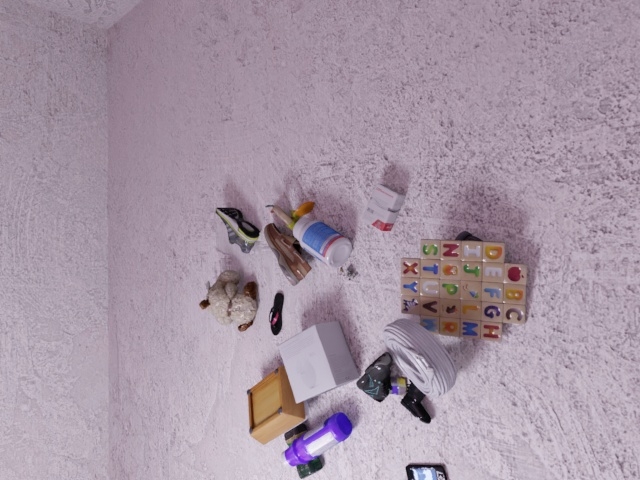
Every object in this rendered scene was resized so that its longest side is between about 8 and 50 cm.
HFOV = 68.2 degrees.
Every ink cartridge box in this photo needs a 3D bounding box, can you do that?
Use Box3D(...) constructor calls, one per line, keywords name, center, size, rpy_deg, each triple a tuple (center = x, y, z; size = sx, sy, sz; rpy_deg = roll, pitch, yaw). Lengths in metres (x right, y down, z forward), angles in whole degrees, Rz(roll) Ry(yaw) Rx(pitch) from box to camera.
Box3D(name="ink cartridge box", center=(0.213, -0.112, 1.594), size=(0.099, 0.056, 0.135), rpy_deg=(36, 113, 37))

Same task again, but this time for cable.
Box3D(name="cable", center=(0.288, 0.343, 1.401), size=(0.257, 0.089, 0.257), rpy_deg=(38, 159, 49))

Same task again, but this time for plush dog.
Box3D(name="plush dog", center=(-0.383, 0.279, 2.072), size=(0.225, 0.210, 0.262), rpy_deg=(11, 99, 16))

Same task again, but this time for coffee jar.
Box3D(name="coffee jar", center=(-0.069, 0.805, 1.815), size=(0.096, 0.079, 0.184), rpy_deg=(-42, 62, 33))

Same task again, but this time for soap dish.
Box3D(name="soap dish", center=(-0.177, 0.637, 1.855), size=(0.291, 0.118, 0.229), rpy_deg=(-44, 41, 35))

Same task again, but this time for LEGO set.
Box3D(name="LEGO set", center=(0.097, 0.119, 1.719), size=(0.083, 0.023, 0.054), rpy_deg=(-15, 79, 42))

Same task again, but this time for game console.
Box3D(name="game console", center=(0.314, 0.767, 1.455), size=(0.144, 0.085, 0.124), rpy_deg=(-22, 74, 40))

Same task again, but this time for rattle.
Box3D(name="rattle", center=(-0.130, -0.138, 1.910), size=(0.142, 0.130, 0.199), rpy_deg=(-61, 25, 10))

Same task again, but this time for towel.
Box3D(name="towel", center=(0.253, 0.485, 1.572), size=(0.083, 0.009, 0.060), rpy_deg=(-7, 85, 43))

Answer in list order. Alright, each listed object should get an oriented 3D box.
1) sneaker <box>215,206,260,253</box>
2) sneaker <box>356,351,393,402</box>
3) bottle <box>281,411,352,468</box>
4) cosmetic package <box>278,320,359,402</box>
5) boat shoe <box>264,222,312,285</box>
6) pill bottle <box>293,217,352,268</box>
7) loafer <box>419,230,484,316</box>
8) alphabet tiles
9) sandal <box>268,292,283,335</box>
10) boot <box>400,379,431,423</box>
Box3D(name="sneaker", center=(-0.390, -0.053, 2.125), size=(0.300, 0.111, 0.121), rpy_deg=(43, 121, 37))
Box3D(name="sneaker", center=(0.198, 0.446, 1.531), size=(0.106, 0.101, 0.267), rpy_deg=(47, 153, 21))
Box3D(name="bottle", center=(-0.019, 0.727, 1.703), size=(0.283, 0.118, 0.092), rpy_deg=(-38, 75, 16))
Box3D(name="cosmetic package", center=(-0.010, 0.442, 1.731), size=(0.224, 0.138, 0.224), rpy_deg=(-36, 67, 37))
Box3D(name="boat shoe", center=(-0.126, 0.038, 1.884), size=(0.116, 0.123, 0.324), rpy_deg=(-33, 52, 1))
Box3D(name="pill bottle", center=(0.000, 0.000, 1.745), size=(0.221, 0.124, 0.124), rpy_deg=(35, 112, 37))
Box3D(name="loafer", center=(0.392, 0.124, 1.393), size=(0.095, 0.109, 0.302), rpy_deg=(33, 108, 34))
Box3D(name="alphabet tiles", center=(0.398, 0.140, 1.340), size=(0.342, 0.011, 0.285), rpy_deg=(2, 101, 21))
Box3D(name="sandal", center=(-0.191, 0.307, 1.969), size=(0.067, 0.040, 0.179), rpy_deg=(9, 95, 43))
Box3D(name="boot", center=(0.316, 0.503, 1.493), size=(0.121, 0.045, 0.099), rpy_deg=(34, 105, 35))
